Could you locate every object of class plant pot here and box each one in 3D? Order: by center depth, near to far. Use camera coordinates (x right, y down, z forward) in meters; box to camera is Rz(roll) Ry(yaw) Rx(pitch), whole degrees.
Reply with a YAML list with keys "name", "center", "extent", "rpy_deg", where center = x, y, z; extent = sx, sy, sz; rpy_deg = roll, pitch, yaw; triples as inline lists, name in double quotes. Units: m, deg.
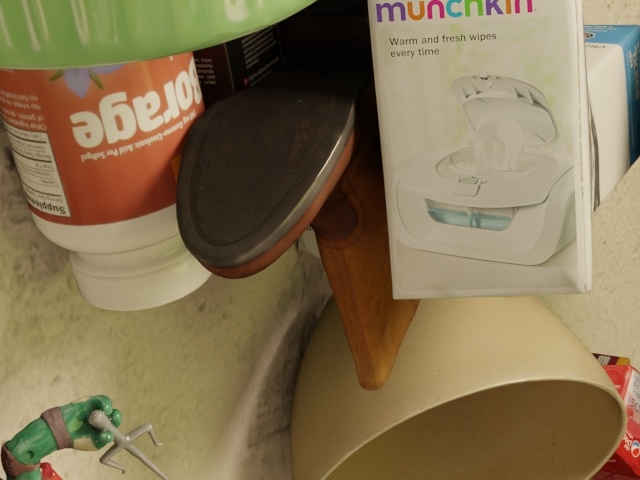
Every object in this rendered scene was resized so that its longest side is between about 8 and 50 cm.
- name: "plant pot"
  center: [0.094, 0.123, 1.195]
  extent: [0.284, 0.284, 0.191]
  rpy_deg: [51, 15, -53]

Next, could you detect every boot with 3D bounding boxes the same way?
- name: "boot"
  center: [0.000, 0.000, 0.922]
  extent: [0.264, 0.096, 0.280]
  rpy_deg: [-76, 161, -44]

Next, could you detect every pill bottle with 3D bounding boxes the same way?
- name: "pill bottle"
  center: [-0.128, -0.071, 0.844]
  extent: [0.121, 0.121, 0.216]
  rpy_deg: [-49, 136, -48]

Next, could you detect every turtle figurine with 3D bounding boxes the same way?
- name: "turtle figurine"
  center: [-0.187, 0.170, 0.787]
  extent: [0.234, 0.118, 0.175]
  rpy_deg: [29, 54, -44]

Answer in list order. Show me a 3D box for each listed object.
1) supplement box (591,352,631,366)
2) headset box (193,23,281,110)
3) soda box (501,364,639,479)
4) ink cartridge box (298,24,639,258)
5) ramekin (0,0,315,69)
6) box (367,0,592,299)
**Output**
- name: "supplement box"
  center: [0.229, 0.173, 1.494]
  extent: [0.104, 0.188, 0.081]
  rpy_deg: [-50, 138, -47]
- name: "headset box"
  center: [-0.055, -0.172, 0.973]
  extent: [0.218, 0.110, 0.293]
  rpy_deg: [-48, 136, -49]
- name: "soda box"
  center: [0.195, 0.179, 1.344]
  extent: [0.083, 0.263, 0.092]
  rpy_deg: [44, 54, -35]
- name: "ink cartridge box"
  center: [0.141, -0.093, 1.239]
  extent: [0.307, 0.223, 0.129]
  rpy_deg: [-40, 130, -53]
- name: "ramekin"
  center: [-0.112, -0.205, 0.676]
  extent: [0.303, 0.303, 0.148]
  rpy_deg: [-50, 144, -47]
- name: "box"
  center: [0.111, -0.117, 0.902]
  extent: [0.262, 0.126, 0.231]
  rpy_deg: [-67, 152, -67]
